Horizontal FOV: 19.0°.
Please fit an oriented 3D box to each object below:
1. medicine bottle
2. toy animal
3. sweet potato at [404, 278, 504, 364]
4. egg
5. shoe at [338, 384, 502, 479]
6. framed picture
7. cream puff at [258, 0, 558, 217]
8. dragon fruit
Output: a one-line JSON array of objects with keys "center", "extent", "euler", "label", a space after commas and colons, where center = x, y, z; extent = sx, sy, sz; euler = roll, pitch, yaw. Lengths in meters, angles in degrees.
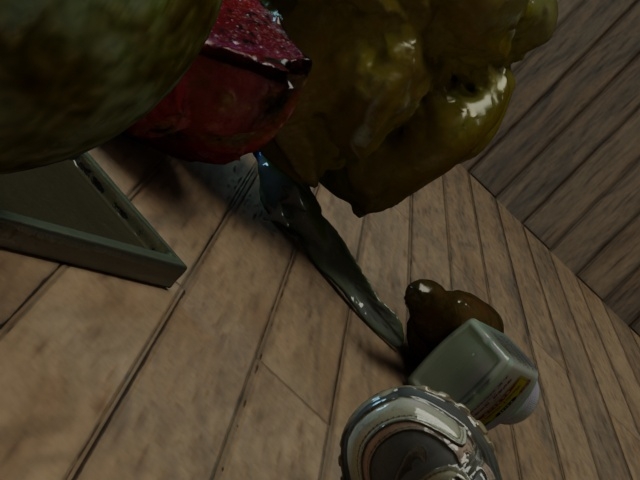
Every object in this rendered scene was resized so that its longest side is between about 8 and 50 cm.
[{"center": [0.126, 0.110, 1.483], "extent": [0.055, 0.074, 0.118], "euler": [49, 9, 27], "label": "medicine bottle"}, {"center": [-0.006, -0.005, 1.532], "extent": [0.217, 0.041, 0.075], "euler": [53, 7, 22], "label": "toy animal"}, {"center": [0.102, 0.074, 1.533], "extent": [0.075, 0.075, 0.269], "euler": [47, 6, 17], "label": "sweet potato"}, {"center": [-0.177, -0.158, 0.890], "extent": [0.289, 0.238, 0.238], "euler": [25, 0, 27], "label": "egg"}, {"center": [0.075, 0.164, 1.020], "extent": [0.180, 0.089, 0.092], "euler": [51, 11, -9], "label": "shoe"}, {"center": [-0.221, -0.100, 1.090], "extent": [0.315, 0.024, 0.232], "euler": [49, 10, 20], "label": "framed picture"}, {"center": [0.014, -0.171, 1.512], "extent": [0.291, 0.257, 0.324], "euler": [23, -4, 19], "label": "cream puff"}, {"center": [-0.115, -0.138, 1.364], "extent": [0.261, 0.163, 0.189], "euler": [49, -24, 46], "label": "dragon fruit"}]
